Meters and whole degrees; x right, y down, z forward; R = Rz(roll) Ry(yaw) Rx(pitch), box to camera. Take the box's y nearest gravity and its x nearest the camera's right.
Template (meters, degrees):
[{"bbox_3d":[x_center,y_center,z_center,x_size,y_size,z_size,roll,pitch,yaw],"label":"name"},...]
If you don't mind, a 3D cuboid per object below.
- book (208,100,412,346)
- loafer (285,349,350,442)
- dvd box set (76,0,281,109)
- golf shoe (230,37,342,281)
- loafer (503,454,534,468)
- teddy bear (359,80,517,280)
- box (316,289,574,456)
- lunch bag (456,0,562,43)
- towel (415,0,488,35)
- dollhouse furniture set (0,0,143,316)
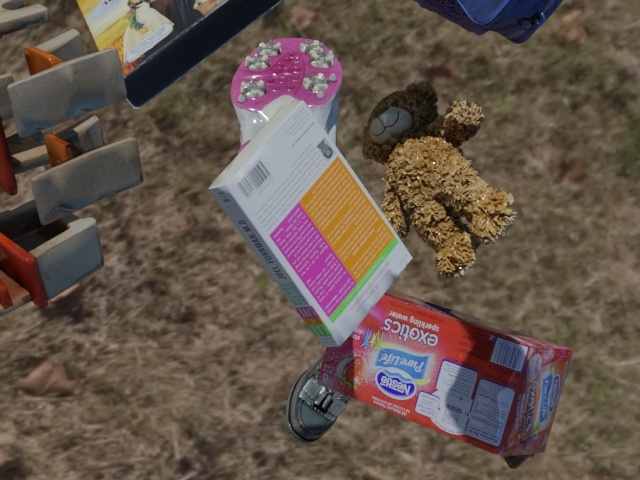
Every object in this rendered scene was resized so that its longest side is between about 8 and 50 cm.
[{"bbox_3d":[-0.005,-0.010,0.826,0.144,0.035,0.096,56,51,-23],"label":"book"},{"bbox_3d":[0.022,0.240,2.090,0.096,0.084,0.267,39,41,-3],"label":"loafer"},{"bbox_3d":[-0.234,-0.401,1.938,0.308,0.420,0.062,-36,125,3],"label":"dvd box set"},{"bbox_3d":[-0.035,-0.087,1.207,0.115,0.140,0.306,2,43,2],"label":"golf shoe"},{"bbox_3d":[0.303,0.292,1.830,0.078,0.220,0.080,-26,86,1],"label":"loafer"},{"bbox_3d":[0.165,-0.100,1.823,0.113,0.245,0.338,-1,66,-38],"label":"teddy bear"},{"bbox_3d":[0.140,0.145,1.371,0.123,0.257,0.128,12,94,-55],"label":"box"},{"bbox_3d":[0.147,-0.204,0.947,0.065,0.067,0.098,11,41,-48],"label":"lunch bag"},{"bbox_3d":[0.154,-0.412,1.711,0.308,0.228,0.076,25,78,-13],"label":"towel"},{"bbox_3d":[-0.274,-0.068,0.988,0.135,0.262,0.259,-28,128,-31],"label":"dollhouse furniture set"}]
